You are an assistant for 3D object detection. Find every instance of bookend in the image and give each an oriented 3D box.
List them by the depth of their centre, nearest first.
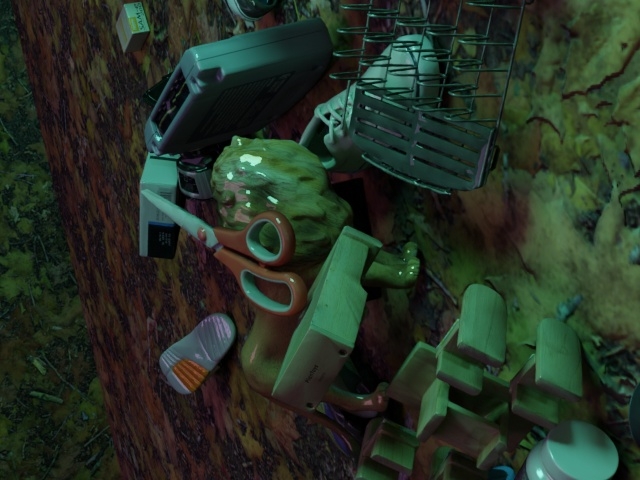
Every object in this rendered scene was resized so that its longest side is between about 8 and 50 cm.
[{"bbox_3d":[0.000,0.000,1.203,0.156,0.072,0.157,11,113,63],"label":"bookend"}]

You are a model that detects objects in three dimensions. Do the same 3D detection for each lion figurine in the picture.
[{"bbox_3d":[-0.024,0.081,1.060,0.142,0.240,0.392,-76,-4,-71],"label":"lion figurine"}]

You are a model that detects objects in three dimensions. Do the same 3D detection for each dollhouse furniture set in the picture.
[{"bbox_3d":[0.097,0.116,0.893,0.212,0.242,0.161,-61,5,35],"label":"dollhouse furniture set"}]

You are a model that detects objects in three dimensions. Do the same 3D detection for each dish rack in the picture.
[{"bbox_3d":[0.089,-0.183,0.837,0.208,0.074,0.271,30,119,42],"label":"dish rack"}]

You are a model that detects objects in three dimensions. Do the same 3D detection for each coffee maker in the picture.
[{"bbox_3d":[-0.156,-0.170,1.374,0.120,0.171,0.178,51,162,48],"label":"coffee maker"}]

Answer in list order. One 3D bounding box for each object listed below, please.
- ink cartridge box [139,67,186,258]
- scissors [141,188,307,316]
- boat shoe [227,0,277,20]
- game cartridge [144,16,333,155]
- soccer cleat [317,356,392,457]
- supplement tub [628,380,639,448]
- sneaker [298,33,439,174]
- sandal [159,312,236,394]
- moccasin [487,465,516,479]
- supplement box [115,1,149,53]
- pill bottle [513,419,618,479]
[{"bbox_3d":[-0.254,-0.138,1.575,0.332,0.065,0.165,-90,7,-47],"label":"ink cartridge box"},{"bbox_3d":[-0.115,0.008,0.994,0.297,0.021,0.108,12,113,47],"label":"scissors"},{"bbox_3d":[-0.104,-0.402,1.194,0.076,0.080,0.228,6,111,57],"label":"boat shoe"},{"bbox_3d":[-0.103,-0.189,1.162,0.294,0.196,0.060,-32,75,65],"label":"game cartridge"},{"bbox_3d":[0.006,0.184,1.275,0.289,0.094,0.121,58,157,34],"label":"soccer cleat"},{"bbox_3d":[0.298,0.128,0.604,0.198,0.106,0.106,-5,99,65],"label":"supplement tub"},{"bbox_3d":[0.046,-0.132,1.007,0.094,0.091,0.258,68,155,15],"label":"sneaker"},{"bbox_3d":[-0.221,0.217,1.808,0.265,0.076,0.102,-41,79,41],"label":"sandal"},{"bbox_3d":[0.128,0.352,1.077,0.137,0.117,0.342,59,151,31],"label":"moccasin"},{"bbox_3d":[-0.365,-0.411,1.784,0.098,0.036,0.062,-28,78,65],"label":"supplement box"},{"bbox_3d":[0.221,0.232,0.858,0.078,0.078,0.137,56,150,35],"label":"pill bottle"}]
